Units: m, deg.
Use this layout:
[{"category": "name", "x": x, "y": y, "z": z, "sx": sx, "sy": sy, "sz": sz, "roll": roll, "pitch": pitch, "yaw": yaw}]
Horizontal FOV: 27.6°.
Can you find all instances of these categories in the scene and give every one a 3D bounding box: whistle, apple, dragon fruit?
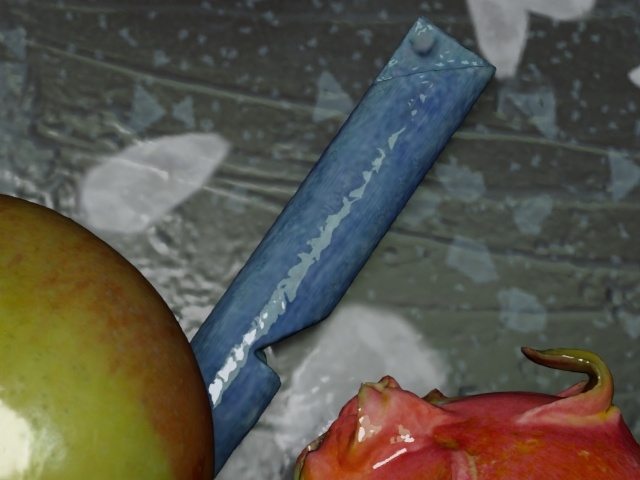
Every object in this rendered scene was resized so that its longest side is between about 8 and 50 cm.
[{"category": "whistle", "x": 0.000, "y": 0.000, "z": 0.756, "sx": 0.062, "sy": 0.062, "sz": 0.304, "roll": 35, "pitch": 76, "yaw": 2}, {"category": "apple", "x": -0.174, "y": 0.099, "z": 0.629, "sx": 0.261, "sy": 0.194, "sz": 0.261, "roll": 1, "pitch": 92, "yaw": 19}, {"category": "dragon fruit", "x": 0.091, "y": 0.176, "z": 0.649, "sx": 0.224, "sy": 0.224, "sz": 0.227, "roll": -26, "pitch": 65, "yaw": -11}]
